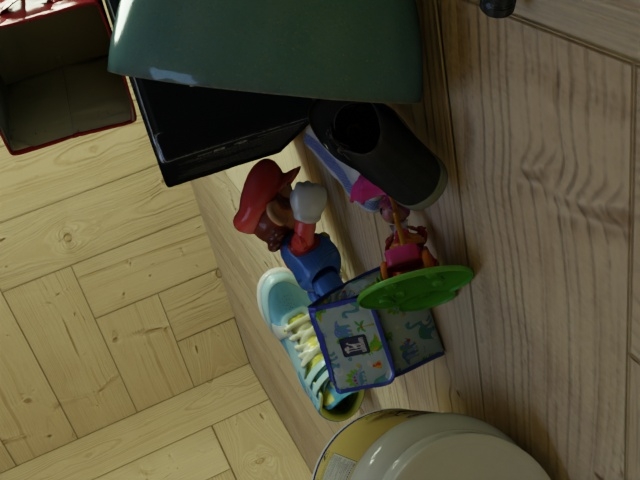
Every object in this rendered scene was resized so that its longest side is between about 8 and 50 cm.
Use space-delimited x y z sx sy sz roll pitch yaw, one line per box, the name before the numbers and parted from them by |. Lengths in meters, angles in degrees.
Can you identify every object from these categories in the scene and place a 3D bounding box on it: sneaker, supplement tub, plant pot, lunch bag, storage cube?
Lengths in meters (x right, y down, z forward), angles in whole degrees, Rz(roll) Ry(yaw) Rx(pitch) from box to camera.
sneaker | -0.007 0.205 1.552 0.319 0.127 0.208 62 171 -19
supplement tub | 0.126 0.327 0.976 0.241 0.241 0.331 66 166 5
plant pot | -0.041 -0.238 0.738 0.290 0.290 0.196 -145 59 -66
lunch bag | 0.068 0.114 1.051 0.096 0.151 0.129 -155 45 -71
sneaker | 0.036 -0.125 0.845 0.118 0.083 0.222 35 -175 -45
storage cube | -0.375 -0.267 1.110 0.215 0.183 0.193 81 169 -45

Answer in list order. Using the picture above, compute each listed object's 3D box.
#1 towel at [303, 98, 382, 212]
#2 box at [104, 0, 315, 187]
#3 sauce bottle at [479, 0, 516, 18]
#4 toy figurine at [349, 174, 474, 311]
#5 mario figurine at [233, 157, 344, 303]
towel | 0.013 -0.190 1.035 0.209 0.034 0.285 53 160 44
box | -0.172 -0.257 1.163 0.395 0.211 0.294 174 78 -81
sauce bottle | 0.129 -0.207 0.544 0.042 0.042 0.128 59 162 32
toy figurine | 0.093 -0.013 0.916 0.173 0.130 0.159 38 -143 -67
mario figurine | 0.000 0.000 1.291 0.198 0.170 0.321 -36 87 39
